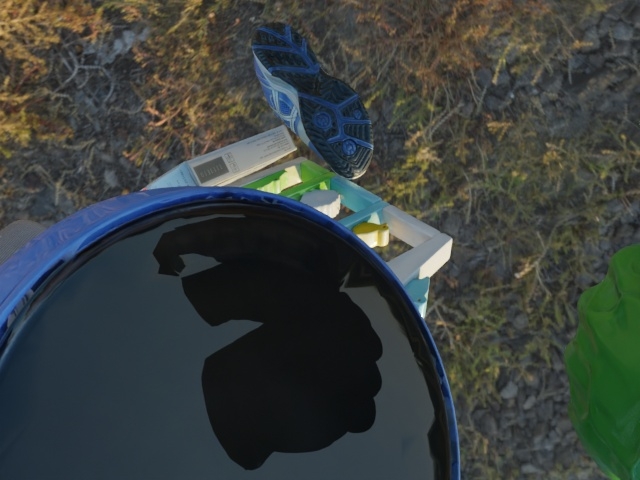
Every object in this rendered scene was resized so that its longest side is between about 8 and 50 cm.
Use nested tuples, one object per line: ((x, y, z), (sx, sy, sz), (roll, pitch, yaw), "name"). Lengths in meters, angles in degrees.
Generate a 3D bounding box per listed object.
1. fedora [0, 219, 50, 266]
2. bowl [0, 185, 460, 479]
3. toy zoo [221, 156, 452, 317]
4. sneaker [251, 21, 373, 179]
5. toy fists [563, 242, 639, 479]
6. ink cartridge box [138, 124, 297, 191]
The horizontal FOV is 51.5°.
((-0.288, 0.068, 0.713), (0.275, 0.124, 0.244), (22, 157, 44), "fedora")
((-0.057, 0.148, 0.445), (0.391, 0.391, 0.077), (46, 146, -18), "bowl")
((0.000, 0.000, 0.706), (0.293, 0.192, 0.030), (34, 136, 39), "toy zoo")
((-0.009, -0.161, 0.799), (0.080, 0.081, 0.211), (-30, 80, -17), "sneaker")
((0.226, 0.011, 0.357), (0.096, 0.142, 0.279), (20, 106, -7), "toy fists")
((-0.214, -0.120, 1.248), (0.238, 0.275, 0.060), (-23, 97, 42), "ink cartridge box")
